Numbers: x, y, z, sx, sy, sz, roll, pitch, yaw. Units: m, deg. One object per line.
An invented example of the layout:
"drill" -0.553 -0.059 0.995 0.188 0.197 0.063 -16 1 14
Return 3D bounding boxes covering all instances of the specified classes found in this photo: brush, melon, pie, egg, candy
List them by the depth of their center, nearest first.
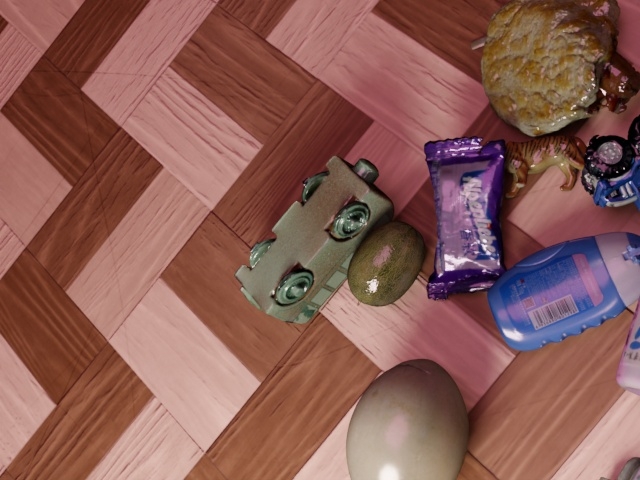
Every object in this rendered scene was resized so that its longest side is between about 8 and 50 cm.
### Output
"egg" 0.135 0.308 1.577 0.187 0.186 0.253 14 79 30
"candy" 0.243 -0.037 1.693 0.145 0.070 0.275 -2 89 23
"pie" 0.390 -0.307 1.705 0.257 0.105 0.274 -22 63 28
"melon" 0.108 0.044 1.724 0.114 0.114 0.167 42 104 32
"brush" 0.309 -0.364 1.819 0.084 0.013 0.016 -17 68 23

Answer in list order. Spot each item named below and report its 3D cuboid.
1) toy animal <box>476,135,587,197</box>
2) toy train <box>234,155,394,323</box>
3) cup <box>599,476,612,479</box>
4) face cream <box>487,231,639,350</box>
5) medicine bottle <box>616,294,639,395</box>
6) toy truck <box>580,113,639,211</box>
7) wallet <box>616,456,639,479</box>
"toy animal" 0.365 -0.131 1.684 0.241 0.057 0.099 -8 69 26
"toy train" 0.000 0.000 1.773 0.326 0.159 0.129 -50 56 8
"cup" 0.425 0.395 1.470 0.075 0.054 0.083 10 75 54
"face cream" 0.397 0.070 1.581 0.264 0.083 0.149 -25 66 18
"medicine bottle" 0.532 0.111 1.458 0.152 0.152 0.254 15 82 31
"toy truck" 0.511 -0.123 1.552 0.208 0.113 0.126 -28 70 1
"wallet" 0.458 0.494 1.390 0.252 0.083 0.360 29 87 13
